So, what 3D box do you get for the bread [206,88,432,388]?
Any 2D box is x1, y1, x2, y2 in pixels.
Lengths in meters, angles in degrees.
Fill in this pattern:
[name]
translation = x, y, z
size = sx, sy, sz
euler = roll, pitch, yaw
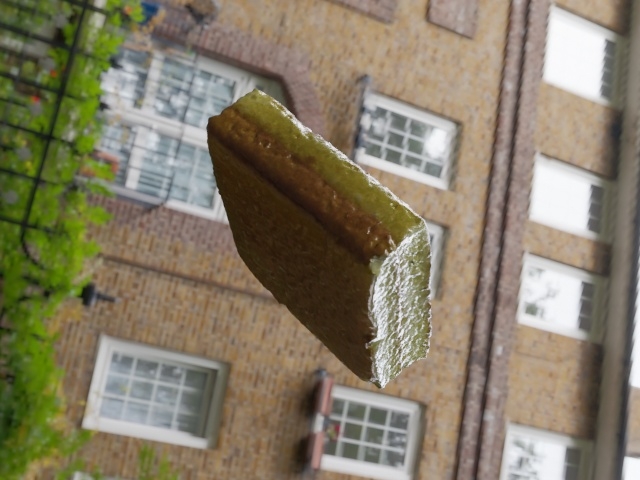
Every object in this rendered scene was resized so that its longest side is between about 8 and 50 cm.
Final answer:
[bread]
translation = 0.000, 0.000, 0.388
size = 0.094, 0.035, 0.090
euler = 41, -24, 30
